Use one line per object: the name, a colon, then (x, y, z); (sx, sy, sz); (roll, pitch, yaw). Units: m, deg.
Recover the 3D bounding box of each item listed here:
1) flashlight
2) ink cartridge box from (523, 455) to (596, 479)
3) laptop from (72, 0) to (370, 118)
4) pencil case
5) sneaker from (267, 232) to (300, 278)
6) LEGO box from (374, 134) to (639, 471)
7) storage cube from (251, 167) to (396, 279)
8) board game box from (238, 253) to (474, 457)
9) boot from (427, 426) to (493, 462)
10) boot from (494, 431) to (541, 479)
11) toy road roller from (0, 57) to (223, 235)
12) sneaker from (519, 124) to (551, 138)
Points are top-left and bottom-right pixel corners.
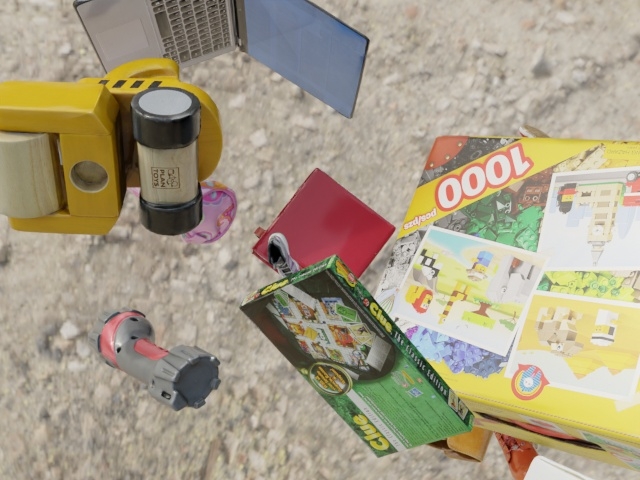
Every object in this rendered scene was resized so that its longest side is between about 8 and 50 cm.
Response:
flashlight: (-0.255, 0.175, 1.465); (0.103, 0.304, 0.103); (-1, 97, -37)
ink cartridge box: (0.248, 0.328, 0.741); (0.307, 0.129, 0.223); (32, 81, -39)
laptop: (-0.162, -0.304, 1.644); (0.408, 0.382, 0.236); (-22, 80, -7)
pencil case: (-0.271, -0.101, 1.641); (0.124, 0.124, 0.284); (-36, 53, -27)
sneaker: (-0.067, 0.041, 1.602); (0.038, 0.069, 0.098); (-23, 103, 16)
LEGO box: (0.334, 0.073, 1.221); (0.193, 0.500, 0.372); (37, 69, -43)
storage cube: (0.000, 0.000, 1.777); (0.215, 0.183, 0.193); (38, 85, -1)
board game box: (0.042, 0.135, 1.041); (0.259, 0.136, 0.030); (50, 35, -21)
boot: (0.301, 0.285, 1.653); (0.295, 0.104, 0.211); (7, 64, 9)
boot: (0.304, 0.325, 1.485); (0.059, 0.158, 0.084); (-37, 102, 10)
toy road roller: (-0.307, -0.151, 1.371); (0.330, 0.202, 0.240); (1, 37, -4)
sneaker: (0.366, -0.137, 1.565); (0.118, 0.067, 0.042); (34, 35, 1)
